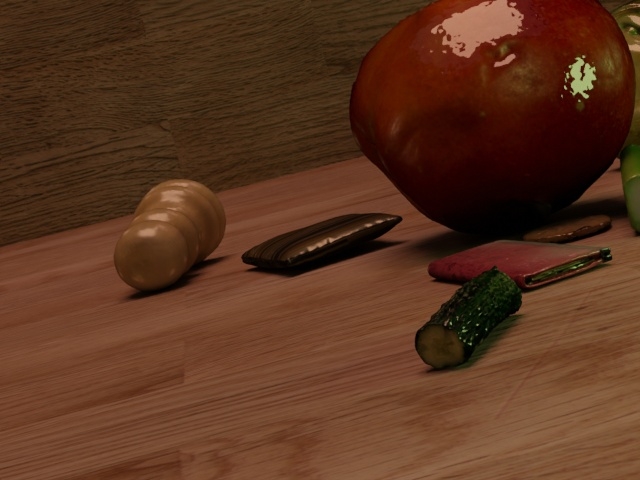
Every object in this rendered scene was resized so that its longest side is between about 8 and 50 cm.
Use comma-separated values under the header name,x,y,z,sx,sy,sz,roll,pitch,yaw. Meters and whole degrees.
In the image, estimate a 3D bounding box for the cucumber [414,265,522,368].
name,x,y,z,sx,sy,sz,roll,pitch,yaw
cucumber,0.143,0.070,1.217,0.058,0.058,0.187,-10,8,26

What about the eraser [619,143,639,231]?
name,x,y,z,sx,sy,sz,roll,pitch,yaw
eraser,0.494,-0.090,1.646,0.210,0.092,0.274,-13,9,13

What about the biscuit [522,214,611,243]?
name,x,y,z,sx,sy,sz,roll,pitch,yaw
biscuit,0.324,-0.015,1.671,0.120,0.015,0.120,-14,7,2

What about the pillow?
name,x,y,z,sx,sy,sz,roll,pitch,yaw
pillow,0.000,0.000,2.013,0.208,0.052,0.212,-19,7,-21

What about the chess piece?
name,x,y,z,sx,sy,sz,roll,pitch,yaw
chess piece,-0.264,0.004,2.176,0.167,0.167,0.299,-13,14,8

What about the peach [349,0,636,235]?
name,x,y,z,sx,sy,sz,roll,pitch,yaw
peach,0.247,-0.167,1.796,0.406,0.310,0.335,-15,-30,8

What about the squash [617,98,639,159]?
name,x,y,z,sx,sy,sz,roll,pitch,yaw
squash,0.564,-0.184,2.141,0.187,0.123,0.123,-13,7,32

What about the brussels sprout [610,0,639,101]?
name,x,y,z,sx,sy,sz,roll,pitch,yaw
brussels sprout,0.711,-0.373,2.659,0.344,0.268,0.344,-10,15,3

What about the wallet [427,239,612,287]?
name,x,y,z,sx,sy,sz,roll,pitch,yaw
wallet,0.228,0.026,1.505,0.119,0.025,0.232,-16,8,-21
